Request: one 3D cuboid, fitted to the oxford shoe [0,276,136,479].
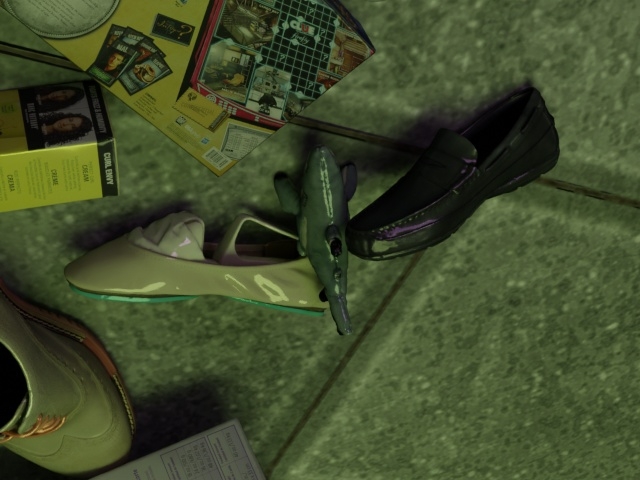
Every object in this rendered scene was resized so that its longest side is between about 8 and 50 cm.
[{"bbox_3d":[-0.271,0.129,0.992,0.141,0.146,0.397,-30,138,5],"label":"oxford shoe"}]

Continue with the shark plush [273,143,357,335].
[{"bbox_3d":[0.000,0.000,0.992,0.073,0.067,0.161,2,93,-14],"label":"shark plush"}]

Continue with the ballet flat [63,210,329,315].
[{"bbox_3d":[-0.095,0.013,1.013,0.249,0.086,0.086,6,130,-29],"label":"ballet flat"}]

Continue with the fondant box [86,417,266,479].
[{"bbox_3d":[-0.210,0.318,1.174,0.330,0.096,0.238,-22,153,-12],"label":"fondant box"}]

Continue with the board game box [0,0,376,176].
[{"bbox_3d":[-0.094,-0.166,0.852,0.165,0.042,0.243,-37,135,15],"label":"board game box"}]

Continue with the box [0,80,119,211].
[{"bbox_3d":[-0.269,-0.061,0.855,0.232,0.087,0.058,-9,133,-12],"label":"box"}]

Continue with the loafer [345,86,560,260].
[{"bbox_3d":[0.109,-0.058,0.993,0.223,0.076,0.078,-31,121,-22],"label":"loafer"}]
